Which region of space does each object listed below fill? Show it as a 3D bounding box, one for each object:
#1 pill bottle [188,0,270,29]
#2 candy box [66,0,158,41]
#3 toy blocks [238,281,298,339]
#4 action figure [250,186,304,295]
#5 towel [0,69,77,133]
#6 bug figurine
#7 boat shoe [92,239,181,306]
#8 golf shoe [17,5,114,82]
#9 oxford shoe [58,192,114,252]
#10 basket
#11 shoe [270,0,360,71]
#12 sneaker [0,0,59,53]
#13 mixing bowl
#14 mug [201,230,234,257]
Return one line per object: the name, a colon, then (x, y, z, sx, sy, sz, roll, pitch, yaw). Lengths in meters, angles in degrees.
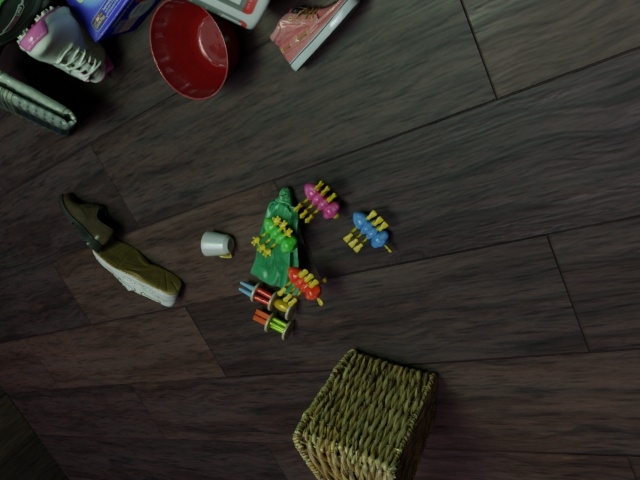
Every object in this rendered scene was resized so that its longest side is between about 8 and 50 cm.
pill bottle: (-0.205, -0.465, 0.867, 0.283, 0.161, 0.161, 20, 134, -20)
candy box: (-0.418, -0.588, 1.028, 0.268, 0.122, 0.317, -25, 104, 41)
toy blocks: (-0.135, 0.165, 1.357, 0.148, 0.054, 0.123, 24, 127, 18)
action figure: (-0.085, -0.007, 1.215, 0.137, 0.063, 0.232, 20, 120, 22)
towel: (-0.711, -0.335, 1.244, 0.324, 0.056, 0.312, 26, 173, -26)
bug figurine: (0.000, 0.000, 1.134, 0.279, 0.072, 0.216, -39, 97, 22)
boat shoe: (-0.511, 0.097, 1.523, 0.277, 0.098, 0.096, 31, 129, 11)
golf shoe: (-0.498, -0.387, 1.124, 0.115, 0.306, 0.140, -42, 108, 8)
oxford shoe: (-0.633, -0.066, 1.519, 0.227, 0.096, 0.083, 41, 170, 24)
basket: (0.104, 0.420, 1.203, 0.223, 0.299, 0.214, 12, 125, 23)
shoe: (-0.015, -0.372, 0.946, 0.081, 0.063, 0.178, 48, 136, -9)
sneaker: (-0.658, -0.477, 1.166, 0.482, 0.202, 0.185, 25, 128, 54)
mixing bowl: (-0.223, -0.370, 1.055, 0.181, 0.098, 0.181, 15, 124, 23)
mug: (-0.239, 0.010, 1.335, 0.064, 0.078, 0.062, 3, 87, 21)
